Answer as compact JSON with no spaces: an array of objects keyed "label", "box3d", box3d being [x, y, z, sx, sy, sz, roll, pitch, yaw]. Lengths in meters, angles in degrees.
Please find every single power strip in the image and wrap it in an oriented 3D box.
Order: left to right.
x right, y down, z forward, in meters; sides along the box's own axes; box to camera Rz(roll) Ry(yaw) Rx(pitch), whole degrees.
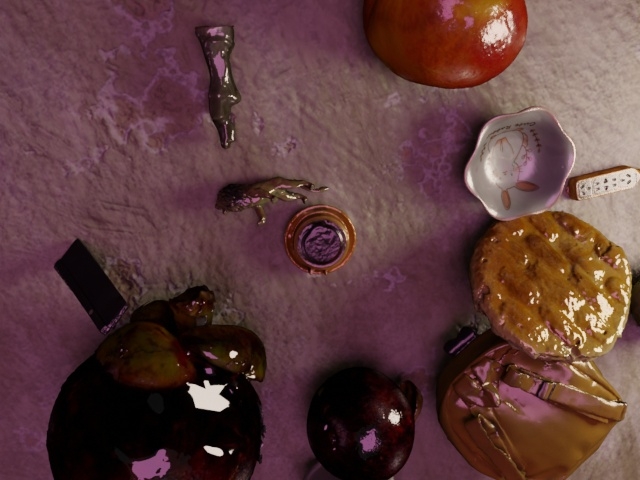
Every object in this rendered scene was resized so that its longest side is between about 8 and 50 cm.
[{"label":"power strip","box3d":[0.598,-0.122,1.331,0.178,0.028,0.049,-14,105,-6]}]

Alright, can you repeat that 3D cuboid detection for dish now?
[{"label":"dish","box3d":[0.379,-0.156,1.264,0.229,0.081,0.229,-3,108,-10]}]

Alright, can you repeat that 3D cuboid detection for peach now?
[{"label":"peach","box3d":[0.212,-0.378,1.104,0.281,0.281,0.238,3,60,-9]}]

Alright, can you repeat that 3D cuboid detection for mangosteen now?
[{"label":"mangosteen","box3d":[-0.278,0.309,1.153,0.381,0.381,0.421,18,62,-12]},{"label":"mangosteen","box3d":[0.100,0.366,1.295,0.265,0.228,0.228,-3,107,-42]}]

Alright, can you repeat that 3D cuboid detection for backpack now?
[{"label":"backpack","box3d":[0.421,0.328,1.328,0.353,0.201,0.378,-44,108,5]}]

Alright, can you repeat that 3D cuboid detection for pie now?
[{"label":"pie","box3d":[0.445,0.084,1.253,0.339,0.083,0.339,3,64,-7]}]

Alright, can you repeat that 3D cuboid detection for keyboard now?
[{"label":"keyboard","box3d":[-0.408,0.079,1.146,0.072,0.231,0.023,-52,141,0]}]

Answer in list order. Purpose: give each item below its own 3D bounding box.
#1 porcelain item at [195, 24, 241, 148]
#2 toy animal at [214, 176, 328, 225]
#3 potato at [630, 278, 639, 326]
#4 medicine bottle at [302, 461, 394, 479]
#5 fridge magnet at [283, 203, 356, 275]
[{"label":"porcelain item","box3d":[-0.178,-0.271,1.147,0.069,0.081,0.216,-5,105,-7]},{"label":"toy animal","box3d":[-0.089,-0.082,1.213,0.220,0.086,0.069,-7,144,-12]},{"label":"potato","box3d":[0.762,0.132,1.357,0.235,0.160,0.178,9,142,-24]},{"label":"medicine bottle","box3d":[0.086,0.656,1.355,0.211,0.211,0.371,-12,106,-5]},{"label":"fridge magnet","box3d":[0.000,0.000,1.253,0.143,0.063,0.143,-2,107,-5]}]
